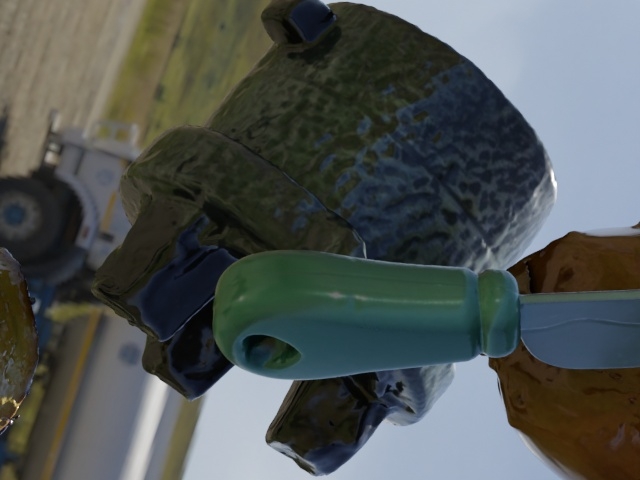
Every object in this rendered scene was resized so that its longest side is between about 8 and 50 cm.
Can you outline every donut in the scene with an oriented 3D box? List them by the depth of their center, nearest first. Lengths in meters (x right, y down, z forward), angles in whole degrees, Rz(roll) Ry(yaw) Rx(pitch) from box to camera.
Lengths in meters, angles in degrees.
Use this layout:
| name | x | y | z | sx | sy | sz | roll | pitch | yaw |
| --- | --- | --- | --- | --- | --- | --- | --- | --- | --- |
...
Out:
| name | x | y | z | sx | sy | sz | roll | pitch | yaw |
| --- | --- | --- | --- | --- | --- | --- | --- | --- | --- |
| donut | -0.269 | 0.077 | 0.857 | 0.078 | 0.181 | 0.146 | 49 | 36 | -78 |

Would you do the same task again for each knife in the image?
| name | x | y | z | sx | sy | sz | roll | pitch | yaw |
| --- | --- | --- | --- | --- | --- | --- | --- | --- | --- |
| knife | 0.091 | 0.032 | 0.503 | 0.063 | 0.260 | 0.035 | 89 | 3 | -52 |

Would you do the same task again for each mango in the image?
| name | x | y | z | sx | sy | sz | roll | pitch | yaw |
| --- | --- | --- | --- | --- | --- | --- | --- | --- | --- |
| mango | 0.233 | 0.090 | 0.824 | 0.201 | 0.287 | 0.153 | -55 | 158 | -32 |

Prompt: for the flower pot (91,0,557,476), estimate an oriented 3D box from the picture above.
| name | x | y | z | sx | sy | sz | roll | pitch | yaw |
| --- | --- | --- | --- | --- | --- | --- | --- | --- | --- |
| flower pot | 0.000 | 0.000 | 0.981 | 0.283 | 0.299 | 0.299 | -49 | -176 | -16 |
